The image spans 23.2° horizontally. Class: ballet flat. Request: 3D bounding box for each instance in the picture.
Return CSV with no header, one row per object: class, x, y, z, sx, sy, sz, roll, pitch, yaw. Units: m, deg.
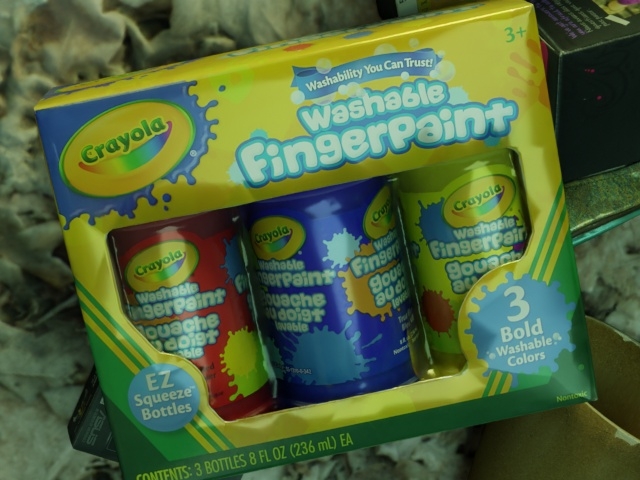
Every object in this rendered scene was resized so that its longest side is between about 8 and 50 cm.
ballet flat,0.347,-0.085,1.633,0.349,0.123,0.123,-21,112,-8

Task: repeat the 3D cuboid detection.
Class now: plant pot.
plant pot,0.261,0.246,1.662,0.237,0.237,0.254,23,114,-21

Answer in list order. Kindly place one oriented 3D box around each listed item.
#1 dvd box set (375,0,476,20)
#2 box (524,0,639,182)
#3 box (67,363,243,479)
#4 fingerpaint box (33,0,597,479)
dvd box set,0.230,-0.372,1.434,0.420,0.062,0.307,-27,150,-6
box,0.322,-0.188,1.537,0.270,0.143,0.165,-17,134,-12
box,-0.129,0.128,1.587,0.183,0.059,0.232,20,101,-19
fingerpaint box,0.000,0.000,1.436,0.445,0.163,0.371,-11,103,-1
